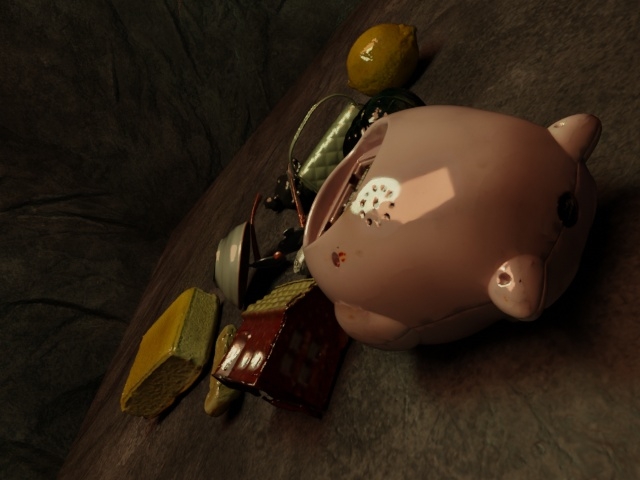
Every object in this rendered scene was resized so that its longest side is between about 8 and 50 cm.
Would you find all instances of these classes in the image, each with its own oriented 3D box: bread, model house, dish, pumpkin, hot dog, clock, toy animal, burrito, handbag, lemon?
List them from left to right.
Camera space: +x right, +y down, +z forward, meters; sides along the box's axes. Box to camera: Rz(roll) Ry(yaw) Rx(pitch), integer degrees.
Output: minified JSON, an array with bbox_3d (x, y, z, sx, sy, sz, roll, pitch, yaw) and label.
[{"bbox_3d":[-0.468,0.351,1.541,0.323,0.143,0.333,-45,24,22],"label":"bread"},{"bbox_3d":[-0.222,0.314,1.172,0.084,0.073,0.243,-48,25,27],"label":"hot dog"},{"bbox_3d":[-0.261,0.069,1.416,0.260,0.085,0.260,-176,90,-87],"label":"dish"},{"bbox_3d":[-0.057,0.180,0.914,0.196,0.160,0.254,-18,40,57],"label":"model house"},{"bbox_3d":[-0.094,-0.174,1.577,0.168,0.106,0.343,-65,16,-6],"label":"toy animal"},{"bbox_3d":[-0.001,-0.001,1.189,0.203,0.064,0.064,-57,22,-7],"label":"burrito"},{"bbox_3d":[0.040,-0.231,1.218,0.256,0.219,0.079,-51,19,13],"label":"handbag"},{"bbox_3d":[0.177,-0.513,1.385,0.256,0.188,0.188,-30,32,40],"label":"lemon"},{"bbox_3d":[0.146,-0.228,1.074,0.220,0.162,0.220,-49,11,13],"label":"pumpkin"},{"bbox_3d":[0.150,-0.031,0.654,0.376,0.250,0.368,-9,50,62],"label":"clock"}]

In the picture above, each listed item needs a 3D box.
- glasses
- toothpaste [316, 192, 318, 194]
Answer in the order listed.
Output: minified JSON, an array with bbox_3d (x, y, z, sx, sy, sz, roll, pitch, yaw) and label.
[{"bbox_3d":[-0.139,-0.067,1.361,0.234,0.118,0.268,-39,58,39],"label":"glasses"},{"bbox_3d":[0.096,-0.239,1.332,0.299,0.073,0.114,-41,14,17],"label":"toothpaste"}]
